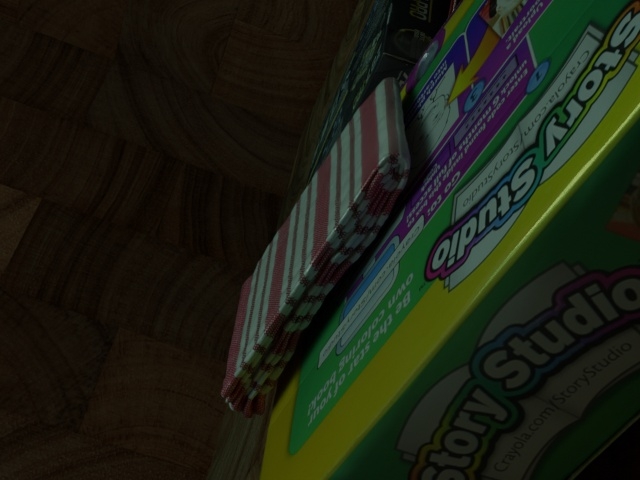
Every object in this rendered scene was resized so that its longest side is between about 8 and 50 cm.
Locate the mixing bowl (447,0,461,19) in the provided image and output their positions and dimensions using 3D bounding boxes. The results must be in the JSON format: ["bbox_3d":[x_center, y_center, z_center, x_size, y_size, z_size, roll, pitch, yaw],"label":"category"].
[{"bbox_3d":[0.143,-0.155,0.743,0.181,0.098,0.181,11,-90,-87],"label":"mixing bowl"}]

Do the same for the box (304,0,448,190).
[{"bbox_3d":[0.075,-0.204,1.484,0.318,0.097,0.395,-75,9,-47],"label":"box"}]

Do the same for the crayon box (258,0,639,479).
[{"bbox_3d":[0.104,-0.024,0.540,0.363,0.106,0.313,-55,15,31],"label":"crayon box"}]

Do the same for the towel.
[{"bbox_3d":[0.000,0.000,0.610,0.197,0.029,0.144,-56,14,24],"label":"towel"}]
